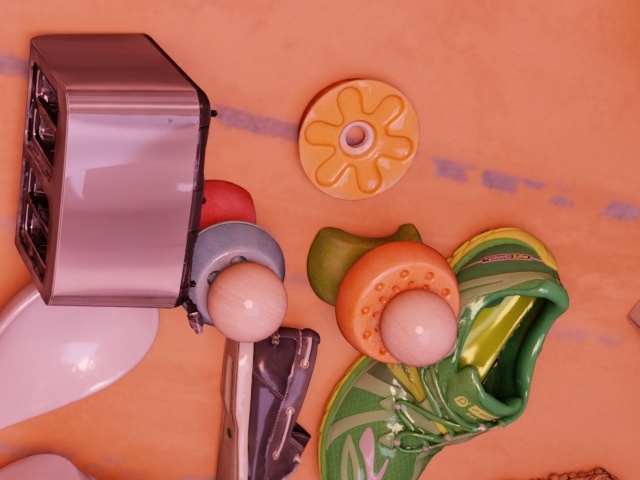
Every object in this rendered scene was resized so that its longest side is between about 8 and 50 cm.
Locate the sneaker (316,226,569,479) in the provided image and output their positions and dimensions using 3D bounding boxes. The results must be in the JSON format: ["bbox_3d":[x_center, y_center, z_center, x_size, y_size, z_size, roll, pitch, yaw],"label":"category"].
[{"bbox_3d":[0.098,0.123,1.304,0.109,0.123,0.295,28,102,-27],"label":"sneaker"}]

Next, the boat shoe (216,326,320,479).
[{"bbox_3d":[-0.045,0.180,1.304,0.079,0.084,0.233,1,109,-18],"label":"boat shoe"}]

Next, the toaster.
[{"bbox_3d":[-0.149,-0.046,1.115,0.110,0.186,0.168,-1,114,-22],"label":"toaster"}]

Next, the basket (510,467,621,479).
[{"bbox_3d":[0.241,0.389,1.411,0.213,0.223,0.299,-6,113,-16],"label":"basket"}]

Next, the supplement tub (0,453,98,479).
[{"bbox_3d":[-0.161,0.350,1.252,0.241,0.241,0.331,-41,119,2],"label":"supplement tub"}]

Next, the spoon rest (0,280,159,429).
[{"bbox_3d":[-0.253,0.102,1.194,0.276,0.084,0.137,-22,140,-5],"label":"spoon rest"}]

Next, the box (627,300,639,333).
[{"bbox_3d":[0.445,0.120,1.417,0.311,0.121,0.148,37,98,-28],"label":"box"}]

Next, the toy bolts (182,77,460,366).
[{"bbox_3d":[0.000,0.000,1.197,0.228,0.158,0.218,-6,114,-16],"label":"toy bolts"}]
